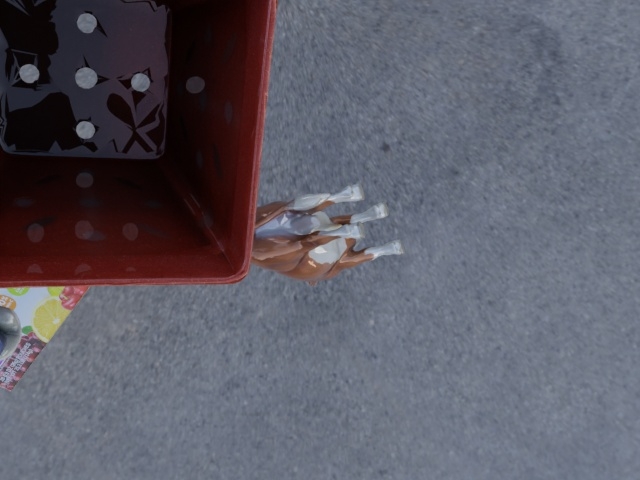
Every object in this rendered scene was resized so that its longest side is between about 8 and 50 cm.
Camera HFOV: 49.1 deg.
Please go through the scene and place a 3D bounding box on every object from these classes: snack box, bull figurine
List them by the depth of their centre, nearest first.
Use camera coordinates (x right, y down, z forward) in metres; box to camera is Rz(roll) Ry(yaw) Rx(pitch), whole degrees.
[{"bbox_3d":[-0.386,0.053,0.826,0.174,0.070,0.207,35,104,-25],"label":"snack box"},{"bbox_3d":[0.000,0.000,0.966,0.188,0.310,0.101,-19,81,19],"label":"bull figurine"}]

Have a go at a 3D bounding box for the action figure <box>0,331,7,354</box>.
[{"bbox_3d":[-0.336,-0.011,0.297,0.178,0.330,0.341,-28,102,34],"label":"action figure"}]

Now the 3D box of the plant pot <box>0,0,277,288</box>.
[{"bbox_3d":[-0.208,-0.128,0.639,0.267,0.236,0.267,0,112,-20],"label":"plant pot"}]

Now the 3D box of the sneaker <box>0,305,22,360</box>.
[{"bbox_3d":[-0.383,0.059,0.559,0.118,0.292,0.110,-2,79,37],"label":"sneaker"}]
